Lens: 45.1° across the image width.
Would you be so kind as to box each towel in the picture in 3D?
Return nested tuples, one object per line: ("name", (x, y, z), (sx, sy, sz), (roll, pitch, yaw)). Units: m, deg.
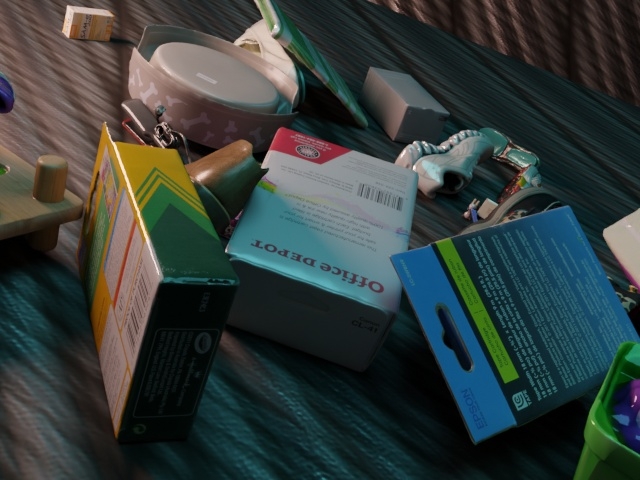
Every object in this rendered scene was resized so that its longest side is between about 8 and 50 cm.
("towel", (-0.024, -0.417, 1.788), (0.325, 0.038, 0.247), (42, 16, -35))

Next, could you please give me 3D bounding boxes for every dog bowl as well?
("dog bowl", (-0.207, -0.289, 1.488), (0.349, 0.102, 0.348), (20, 28, -11))

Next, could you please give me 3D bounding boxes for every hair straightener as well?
("hair straightener", (-0.279, -0.181, 1.306), (0.047, 0.089, 0.230), (-19, 47, -26))

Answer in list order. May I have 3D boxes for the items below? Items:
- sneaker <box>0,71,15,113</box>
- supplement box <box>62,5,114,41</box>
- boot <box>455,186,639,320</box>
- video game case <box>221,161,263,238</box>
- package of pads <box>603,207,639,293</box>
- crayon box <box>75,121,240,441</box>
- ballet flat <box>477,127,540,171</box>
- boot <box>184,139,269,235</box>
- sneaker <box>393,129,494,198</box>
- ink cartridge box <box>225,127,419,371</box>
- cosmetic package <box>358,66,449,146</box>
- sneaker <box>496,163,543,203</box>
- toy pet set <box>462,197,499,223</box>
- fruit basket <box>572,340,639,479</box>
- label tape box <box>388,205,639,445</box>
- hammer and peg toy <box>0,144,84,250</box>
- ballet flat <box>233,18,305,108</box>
("sneaker", (-0.460, -0.188, 0.944), (0.170, 0.068, 0.071), (-2, 38, -36))
("supplement box", (-0.511, -0.478, 1.702), (0.098, 0.062, 0.036), (-8, 41, -42))
("boot", (0.389, 0.053, 1.283), (0.284, 0.138, 0.377), (34, 34, 25))
("video game case", (-0.043, -0.039, 1.256), (0.210, 0.041, 0.232), (22, 28, 1))
("package of pads", (0.596, 0.112, 1.263), (0.229, 0.101, 0.296), (50, 16, -26))
("crayon box", (-0.194, 0.031, 0.854), (0.083, 0.203, 0.323), (4, 32, -29))
("ballet flat", (0.467, -0.216, 1.916), (0.070, 0.070, 0.188), (-9, 41, -43))
("boot", (-0.151, -0.070, 1.052), (0.112, 0.115, 0.305), (50, -16, -17))
("sneaker", (0.282, -0.155, 1.636), (0.292, 0.110, 0.118), (-20, 55, -40))
("ink cartridge box", (0.000, 0.000, 1.062), (0.226, 0.131, 0.306), (20, 42, -2))
("cosmetic package", (0.198, -0.326, 1.877), (0.127, 0.107, 0.238), (7, 33, -25))
("sneaker", (0.444, -0.096, 1.669), (0.093, 0.088, 0.225), (45, 31, 2))
("toy pet set", (0.330, -0.027, 1.498), (0.122, 0.065, 0.114), (34, -5, 18))
("fruit basket", (0.485, 0.217, 0.816), (0.392, 0.392, 0.283), (31, 29, 19))
("label tape box", (0.238, 0.107, 0.996), (0.334, 0.106, 0.240), (-13, 72, -32))
("hammer and peg toy", (-0.507, -0.087, 0.940), (0.361, 0.127, 0.266), (30, 29, 24))
("ballet flat", (-0.142, -0.417, 1.794), (0.139, 0.139, 0.400), (8, 30, -23))
